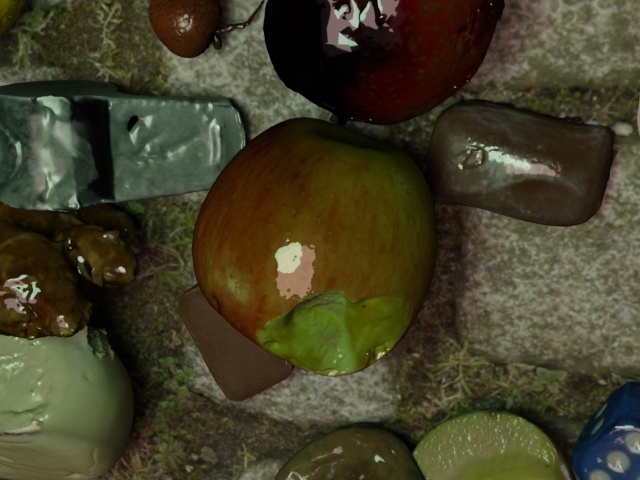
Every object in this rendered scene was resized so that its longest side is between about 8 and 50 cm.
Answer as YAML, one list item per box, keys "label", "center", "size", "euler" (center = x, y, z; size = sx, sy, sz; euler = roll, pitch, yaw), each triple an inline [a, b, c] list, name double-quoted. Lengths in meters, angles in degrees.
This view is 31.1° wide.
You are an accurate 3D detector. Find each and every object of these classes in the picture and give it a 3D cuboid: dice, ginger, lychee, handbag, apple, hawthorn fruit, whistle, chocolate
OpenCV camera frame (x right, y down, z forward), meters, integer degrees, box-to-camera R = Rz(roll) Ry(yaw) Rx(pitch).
- label: "dice"
  center: [0.446, 0.294, 1.610]
  size: [0.146, 0.146, 0.143]
  euler: [37, 115, 8]
- label: "ginger"
  center: [-0.408, 0.035, 1.693]
  size: [0.274, 0.357, 0.152]
  euler: [1, 113, -10]
- label: "lychee"
  center: [-0.177, -0.314, 1.640]
  size: [0.140, 0.101, 0.114]
  euler: [22, 101, 16]
- label: "handbag"
  center: [-0.118, 0.141, 1.774]
  size: [0.151, 0.072, 0.193]
  euler: [-22, 97, 21]
- label: "apple"
  center: [0.259, 0.343, 1.692]
  size: [0.265, 0.120, 0.193]
  euler: [-21, 75, 33]
- label: "hawthorn fruit"
  center: [0.074, -0.294, 1.464]
  size: [0.316, 0.316, 0.316]
  euler: [5, 107, 16]
- label: "whistle"
  center: [-0.321, -0.141, 1.689]
  size: [0.405, 0.188, 0.168]
  euler: [4, 106, 15]
- label: "apple"
  center: [0.000, 0.000, 1.558]
  size: [0.340, 0.339, 0.339]
  euler: [5, 107, 16]
- label: "chocolate"
  center: [0.269, -0.099, 1.580]
  size: [0.261, 0.083, 0.161]
  euler: [10, 110, 13]

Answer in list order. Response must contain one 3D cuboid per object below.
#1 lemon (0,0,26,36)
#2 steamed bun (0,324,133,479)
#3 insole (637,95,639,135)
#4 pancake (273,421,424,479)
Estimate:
- label: "lemon"
  center: [-0.552, -0.386, 1.653]
  size: [0.310, 0.258, 0.258]
  euler: [-38, 92, 18]
- label: "steamed bun"
  center: [-0.456, 0.239, 1.801]
  size: [0.334, 0.233, 0.312]
  euler: [9, 153, 0]
- label: "insole"
  center: [0.464, -0.133, 1.551]
  size: [0.065, 0.006, 0.193]
  euler: [-5, 105, 18]
- label: "pancake"
  center: [0.033, 0.415, 1.745]
  size: [0.294, 0.049, 0.294]
  euler: [-14, 63, 30]
